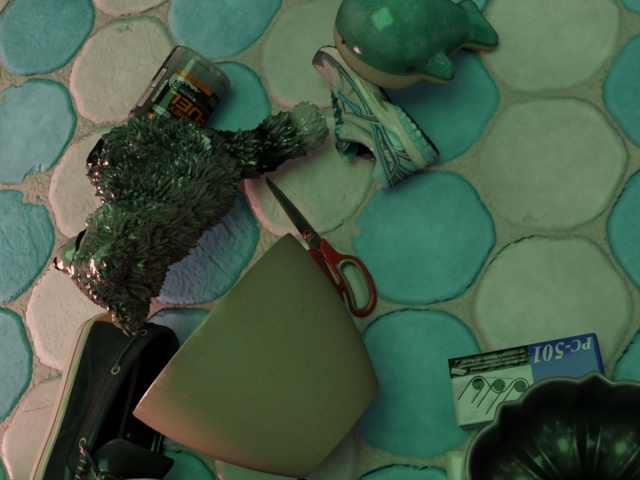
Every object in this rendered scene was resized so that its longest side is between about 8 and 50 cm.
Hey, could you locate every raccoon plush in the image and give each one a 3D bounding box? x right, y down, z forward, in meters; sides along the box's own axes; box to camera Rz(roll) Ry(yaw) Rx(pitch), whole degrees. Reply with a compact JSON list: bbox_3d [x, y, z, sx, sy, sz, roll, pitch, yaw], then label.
[{"bbox_3d":[-0.193,-0.060,1.528,0.446,0.216,0.299,-28,39,11],"label":"raccoon plush"}]

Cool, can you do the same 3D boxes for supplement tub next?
[{"bbox_3d":[-0.250,-0.226,1.731,0.117,0.117,0.190,28,82,28],"label":"supplement tub"}]

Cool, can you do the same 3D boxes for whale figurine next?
[{"bbox_3d":[0.156,-0.338,1.565,0.272,0.141,0.216,-12,58,-24],"label":"whale figurine"}]

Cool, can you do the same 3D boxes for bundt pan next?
[{"bbox_3d":[0.336,0.336,1.258,0.330,0.124,0.331,-3,69,9],"label":"bundt pan"}]

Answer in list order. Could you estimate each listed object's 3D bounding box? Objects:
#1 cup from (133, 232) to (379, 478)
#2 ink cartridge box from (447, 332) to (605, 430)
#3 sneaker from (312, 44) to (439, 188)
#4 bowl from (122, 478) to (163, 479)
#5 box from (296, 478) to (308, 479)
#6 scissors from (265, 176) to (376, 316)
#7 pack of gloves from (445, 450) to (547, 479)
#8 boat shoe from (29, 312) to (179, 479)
[{"bbox_3d":[-0.061,0.191,1.408,0.237,0.331,0.331,41,87,3],"label":"cup"},{"bbox_3d":[0.286,0.196,1.398,0.207,0.046,0.097,-13,66,15],"label":"ink cartridge box"},{"bbox_3d":[0.057,-0.198,1.610,0.122,0.110,0.283,-42,61,5],"label":"sneaker"},{"bbox_3d":[-0.238,0.466,1.332,0.297,0.134,0.298,2,74,-6],"label":"bowl"},{"bbox_3d":[-0.027,0.530,1.369,0.293,0.073,0.295,-44,60,-2],"label":"box"},{"bbox_3d":[0.000,0.000,1.603,0.109,0.021,0.297,-27,61,12],"label":"scissors"},{"bbox_3d":[0.261,0.385,1.331,0.195,0.046,0.232,-8,67,19],"label":"pack of gloves"},{"bbox_3d":[-0.311,0.341,1.491,0.156,0.187,0.500,-5,62,25],"label":"boat shoe"}]
